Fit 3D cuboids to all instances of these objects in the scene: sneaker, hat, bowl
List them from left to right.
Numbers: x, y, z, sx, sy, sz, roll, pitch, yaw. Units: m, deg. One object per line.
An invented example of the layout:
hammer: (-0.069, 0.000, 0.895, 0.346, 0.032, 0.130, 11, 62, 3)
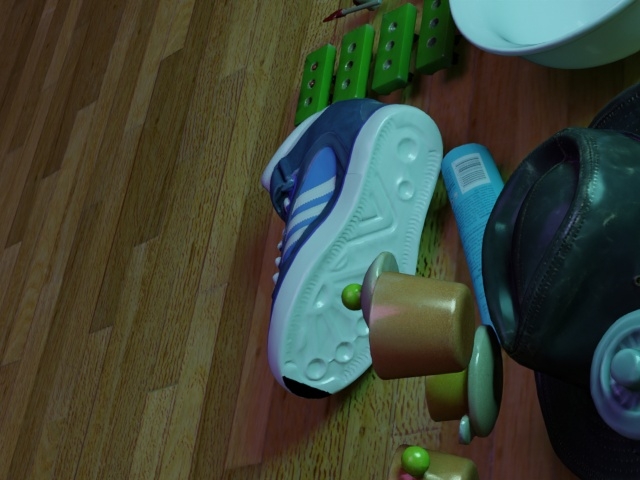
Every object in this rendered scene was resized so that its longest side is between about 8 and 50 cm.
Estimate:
sneaker: (0.000, -0.001, 1.198, 0.236, 0.130, 0.322, 9, 76, 64)
hat: (0.200, 0.018, 0.825, 0.331, 0.134, 0.331, -41, 43, 53)
bowl: (0.273, -0.272, 1.038, 0.298, 0.134, 0.298, -30, 44, 35)

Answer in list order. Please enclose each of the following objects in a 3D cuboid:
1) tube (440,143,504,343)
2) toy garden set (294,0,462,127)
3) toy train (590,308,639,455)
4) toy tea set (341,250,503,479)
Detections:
tube: (0.163, -0.002, 1.051, 0.080, 0.052, 0.207, -41, 43, 31)
toy garden set: (0.081, -0.250, 1.339, 0.244, 0.049, 0.203, -19, 53, 44)
toy train: (0.280, 0.016, 0.610, 0.190, 0.142, 0.334, 16, 86, 56)
toy tea set: (0.062, 0.167, 0.824, 0.124, 0.200, 0.336, 0, 101, 20)
